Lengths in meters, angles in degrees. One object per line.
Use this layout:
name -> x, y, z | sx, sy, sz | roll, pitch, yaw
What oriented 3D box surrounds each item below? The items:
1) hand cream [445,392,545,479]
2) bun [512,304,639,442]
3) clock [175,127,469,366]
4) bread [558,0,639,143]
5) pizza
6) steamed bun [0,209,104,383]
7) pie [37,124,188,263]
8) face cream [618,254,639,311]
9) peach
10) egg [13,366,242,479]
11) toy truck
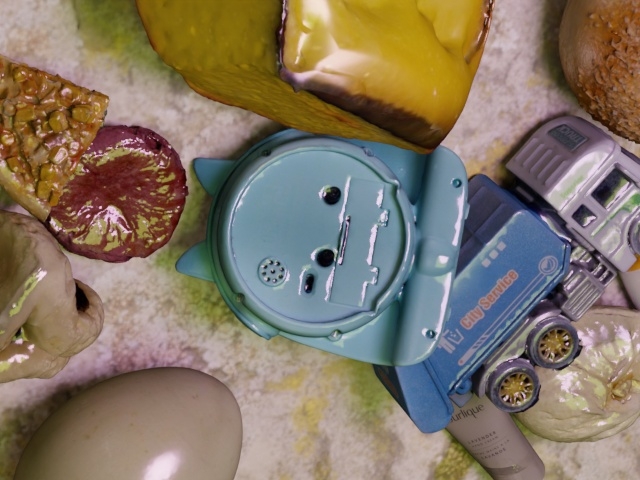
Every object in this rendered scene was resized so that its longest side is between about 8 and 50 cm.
hand cream -> 0.192, 0.222, 2.124 | 0.087, 0.054, 0.186 | -24, 125, 24
bun -> 0.300, 0.150, 2.105 | 0.188, 0.111, 0.164 | -7, 113, -18
clock -> 0.000, 0.000, 1.857 | 0.274, 0.094, 0.224 | 9, 87, -4
bread -> 0.389, -0.203, 1.899 | 0.305, 0.159, 0.305 | -5, 144, -3
pizza -> -0.257, -0.104, 1.750 | 0.131, 0.041, 0.178 | -7, 107, -1
steamed bun -> -0.282, 0.069, 1.800 | 0.172, 0.141, 0.155 | -50, 136, 7
pie -> -0.200, -0.043, 1.830 | 0.153, 0.038, 0.154 | -9, 115, -19
face cream -> 0.384, 0.056, 2.135 | 0.072, 0.051, 0.182 | -31, 122, 1
peach -> -0.001, -0.258, 1.707 | 0.306, 0.242, 0.380 | -16, 107, -41
egg -> -0.187, 0.228, 1.873 | 0.253, 0.188, 0.188 | -37, 123, -10
toy truck -> 0.202, 0.037, 1.990 | 0.367, 0.146, 0.175 | -47, 119, 2
